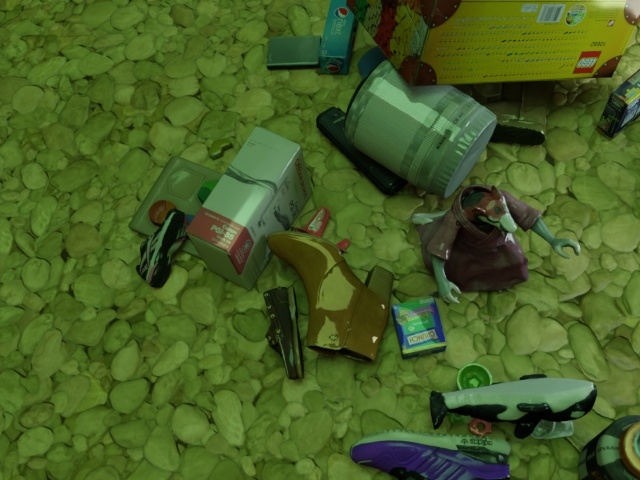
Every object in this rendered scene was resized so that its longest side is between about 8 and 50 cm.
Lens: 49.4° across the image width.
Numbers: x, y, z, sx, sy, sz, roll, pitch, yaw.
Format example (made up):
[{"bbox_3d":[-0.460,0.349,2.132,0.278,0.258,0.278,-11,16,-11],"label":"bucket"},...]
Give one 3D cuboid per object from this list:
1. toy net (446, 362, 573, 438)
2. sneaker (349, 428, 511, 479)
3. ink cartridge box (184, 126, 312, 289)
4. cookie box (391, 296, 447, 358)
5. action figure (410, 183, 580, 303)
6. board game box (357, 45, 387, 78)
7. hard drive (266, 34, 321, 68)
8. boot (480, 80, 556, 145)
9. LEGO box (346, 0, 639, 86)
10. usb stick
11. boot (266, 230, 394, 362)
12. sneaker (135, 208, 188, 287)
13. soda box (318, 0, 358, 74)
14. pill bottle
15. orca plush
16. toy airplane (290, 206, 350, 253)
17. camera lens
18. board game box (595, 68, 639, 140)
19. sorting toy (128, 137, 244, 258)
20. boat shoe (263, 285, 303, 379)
[{"bbox_3d":[0.358,0.325,1.309,0.232,0.045,0.122,20,68,17],"label":"toy net"},{"bbox_3d":[0.195,0.425,1.251,0.293,0.102,0.146,1,65,9],"label":"sneaker"},{"bbox_3d":[-0.143,-0.067,1.482,0.117,0.207,0.283,25,70,18],"label":"ink cartridge box"},{"bbox_3d":[0.198,0.177,1.407,0.091,0.040,0.107,-12,64,1],"label":"cookie box"},{"bbox_3d":[0.309,-0.029,1.307,0.248,0.370,0.276,-15,64,2],"label":"action figure"},{"bbox_3d":[0.169,-0.412,1.708,0.133,0.033,0.169,-21,58,3],"label":"board game box"},{"bbox_3d":[-0.068,-0.481,1.779,0.135,0.022,0.094,0,64,8],"label":"hard drive"},{"bbox_3d":[0.429,-0.355,1.617,0.236,0.089,0.269,13,65,6],"label":"boot"},{"bbox_3d":[0.360,-0.514,1.493,0.500,0.193,0.372,-7,44,-19],"label":"LEGO box"},{"bbox_3d":[0.095,-0.210,1.610,0.077,0.045,0.278,-37,64,-12],"label":"usb stick"},{"bbox_3d":[-0.001,0.116,1.406,0.295,0.104,0.211,21,62,0],"label":"boot"},{"bbox_3d":[-0.361,0.009,1.536,0.077,0.072,0.178,23,88,28],"label":"sneaker"},{"bbox_3d":[0.049,-0.523,1.758,0.071,0.067,0.210,7,65,11],"label":"soda box"},{"bbox_3d":[0.517,0.366,1.154,0.130,0.246,0.130,-3,63,7],"label":"pill bottle"},{"bbox_3d":[0.344,0.316,1.240,0.287,0.151,0.102,-10,97,-1],"label":"orca plush"},{"bbox_3d":[0.000,0.000,1.530,0.151,0.028,0.151,-3,65,7],"label":"toy airplane"},{"bbox_3d":[0.205,-0.244,1.486,0.274,0.219,0.219,35,73,14],"label":"camera lens"},{"bbox_3d":[0.693,-0.318,1.524,0.170,0.141,0.048,-38,65,-12],"label":"board game box"},{"bbox_3d":[-0.285,-0.124,1.624,0.229,0.041,0.307,20,69,17],"label":"sorting toy"},{"bbox_3d":[-0.077,0.191,1.424,0.073,0.073,0.207,-9,55,-1],"label":"boat shoe"}]
